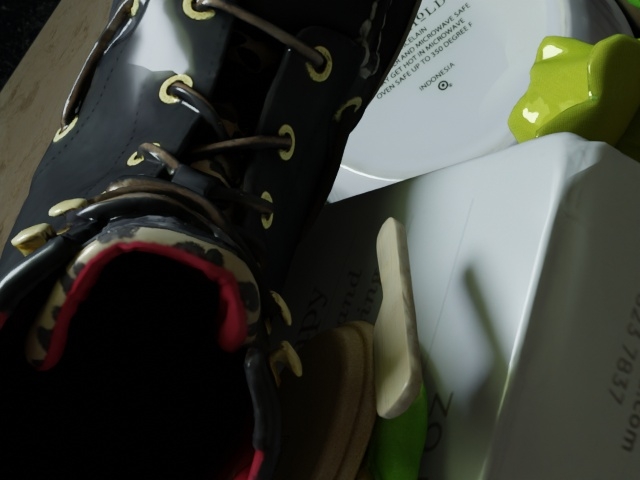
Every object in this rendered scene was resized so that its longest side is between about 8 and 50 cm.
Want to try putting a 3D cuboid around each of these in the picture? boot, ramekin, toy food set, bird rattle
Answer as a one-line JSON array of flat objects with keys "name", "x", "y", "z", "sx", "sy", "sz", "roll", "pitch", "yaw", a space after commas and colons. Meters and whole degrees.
[{"name": "boot", "x": -0.049, "y": -0.029, "z": 0.683, "sx": 0.377, "sy": 0.138, "sz": 0.284, "roll": -58, "pitch": 12, "yaw": 16}, {"name": "ramekin", "x": 0.092, "y": -0.117, "z": 1.206, "sx": 0.273, "sy": 0.127, "sz": 0.272, "roll": -7, "pitch": 69, "yaw": 19}, {"name": "toy food set", "x": -0.001, "y": 0.094, "z": 0.653, "sx": 0.192, "sy": 0.039, "sz": 0.132, "roll": -56, "pitch": 18, "yaw": 29}, {"name": "bird rattle", "x": 0.237, "y": -0.043, "z": 0.951, "sx": 0.143, "sy": 0.254, "sz": 0.206, "roll": -88, "pitch": -4, "yaw": -62}]

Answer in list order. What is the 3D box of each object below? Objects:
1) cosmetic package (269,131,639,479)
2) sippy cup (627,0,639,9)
[{"name": "cosmetic package", "x": 0.085, "y": 0.189, "z": 0.817, "sx": 0.394, "sy": 0.327, "sz": 0.329, "roll": -15, "pitch": 52, "yaw": 60}, {"name": "sippy cup", "x": 0.269, "y": -0.291, "z": 1.003, "sx": 0.240, "sy": 0.224, "sz": 0.305, "roll": -35, "pitch": 13, "yaw": 39}]
